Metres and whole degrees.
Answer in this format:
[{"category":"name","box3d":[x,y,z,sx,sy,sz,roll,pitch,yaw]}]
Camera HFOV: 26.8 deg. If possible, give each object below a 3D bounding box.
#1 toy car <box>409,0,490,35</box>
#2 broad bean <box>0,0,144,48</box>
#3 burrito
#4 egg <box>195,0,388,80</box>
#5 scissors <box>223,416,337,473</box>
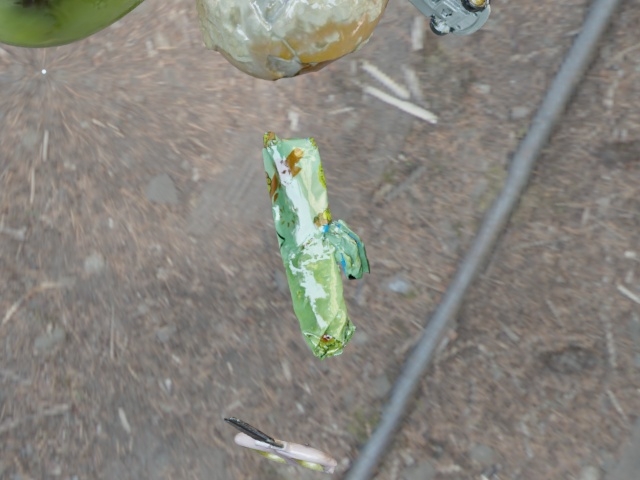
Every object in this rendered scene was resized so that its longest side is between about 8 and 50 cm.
[{"category":"toy car","box3d":[0.167,-0.345,1.730,0.139,0.112,0.112,36,69,-12]},{"category":"broad bean","box3d":[-0.153,-0.247,0.921,0.189,0.121,0.263,17,121,-48]},{"category":"burrito","box3d":[0.000,0.000,1.634,0.104,0.054,0.288,-12,88,15]},{"category":"egg","box3d":[-0.021,-0.269,1.387,0.233,0.195,0.195,-40,103,-14]},{"category":"scissors","box3d":[-0.070,0.287,1.913,0.160,0.317,0.024,10,73,21]}]
